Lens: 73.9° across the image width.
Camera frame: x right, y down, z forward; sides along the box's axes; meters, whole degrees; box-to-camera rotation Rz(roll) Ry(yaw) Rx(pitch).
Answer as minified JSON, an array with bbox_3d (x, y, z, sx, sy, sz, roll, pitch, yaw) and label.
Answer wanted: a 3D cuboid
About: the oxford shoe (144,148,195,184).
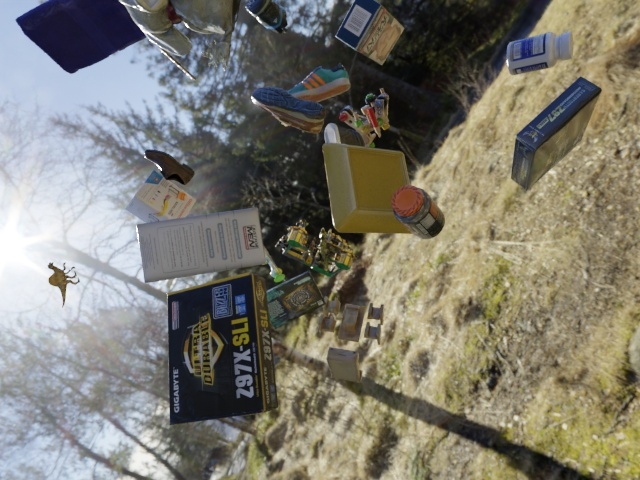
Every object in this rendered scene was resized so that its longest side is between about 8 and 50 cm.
[{"bbox_3d":[-0.678,-0.322,1.876,0.083,0.227,0.096,-41,23,58],"label":"oxford shoe"}]

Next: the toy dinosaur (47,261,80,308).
[{"bbox_3d":[-0.930,0.145,1.542,0.053,0.092,0.183,24,127,46],"label":"toy dinosaur"}]

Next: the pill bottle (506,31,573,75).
[{"bbox_3d":[0.735,-0.629,1.425,0.186,0.112,0.112,2,60,37],"label":"pill bottle"}]

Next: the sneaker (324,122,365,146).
[{"bbox_3d":[0.112,-0.300,1.624,0.104,0.146,0.296,-18,78,57],"label":"sneaker"}]

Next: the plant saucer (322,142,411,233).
[{"bbox_3d":[0.190,-0.193,1.469,0.081,0.332,0.333,143,124,-59],"label":"plant saucer"}]

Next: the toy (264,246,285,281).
[{"bbox_3d":[-0.212,0.062,1.576,0.056,0.237,0.137,-35,-32,-8],"label":"toy"}]

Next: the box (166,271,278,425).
[{"bbox_3d":[-0.247,0.263,1.038,0.079,0.257,0.322,39,-140,-65],"label":"box"}]

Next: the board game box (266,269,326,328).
[{"bbox_3d":[-0.092,0.191,1.379,0.186,0.126,0.026,-26,12,-1],"label":"board game box"}]

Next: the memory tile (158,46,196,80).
[{"bbox_3d":[-0.505,-0.626,1.503,0.012,0.148,0.113,-48,40,4],"label":"memory tile"}]

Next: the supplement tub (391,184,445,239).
[{"bbox_3d":[0.293,-0.086,1.282,0.117,0.190,0.117,-15,62,29],"label":"supplement tub"}]

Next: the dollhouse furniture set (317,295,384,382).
[{"bbox_3d":[0.103,0.343,1.486,0.161,0.212,0.242,77,-156,-50],"label":"dollhouse furniture set"}]

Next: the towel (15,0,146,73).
[{"bbox_3d":[-0.748,-0.682,1.350,0.228,0.308,0.076,57,-170,-63],"label":"towel"}]

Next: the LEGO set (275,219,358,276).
[{"bbox_3d":[0.000,0.000,1.791,0.255,0.331,0.192,118,173,-66],"label":"LEGO set"}]

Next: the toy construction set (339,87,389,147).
[{"bbox_3d":[0.247,-0.548,2.044,0.257,0.237,0.309,-21,26,11],"label":"toy construction set"}]

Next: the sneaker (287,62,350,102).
[{"bbox_3d":[-0.024,-0.684,1.870,0.108,0.302,0.121,34,-137,-77],"label":"sneaker"}]

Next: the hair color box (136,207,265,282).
[{"bbox_3d":[-0.375,0.014,1.375,0.113,0.374,0.185,158,103,-82],"label":"hair color box"}]

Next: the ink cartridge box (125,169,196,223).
[{"bbox_3d":[-0.735,-0.166,1.970,0.168,0.232,0.171,-27,33,48],"label":"ink cartridge box"}]

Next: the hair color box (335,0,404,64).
[{"bbox_3d":[0.204,-0.819,1.669,0.174,0.105,0.347,-56,-13,25],"label":"hair color box"}]

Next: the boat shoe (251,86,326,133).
[{"bbox_3d":[-0.134,-0.520,1.732,0.122,0.324,0.120,-54,-17,-34],"label":"boat shoe"}]

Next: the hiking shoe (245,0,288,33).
[{"bbox_3d":[-0.185,-0.807,1.503,0.113,0.132,0.304,-37,34,22],"label":"hiking shoe"}]

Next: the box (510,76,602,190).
[{"bbox_3d":[0.533,-0.234,0.984,0.183,0.059,0.232,-42,-27,4],"label":"box"}]

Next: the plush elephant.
[{"bbox_3d":[-0.318,-0.554,0.952,0.272,0.255,0.330,152,124,-80],"label":"plush elephant"}]
